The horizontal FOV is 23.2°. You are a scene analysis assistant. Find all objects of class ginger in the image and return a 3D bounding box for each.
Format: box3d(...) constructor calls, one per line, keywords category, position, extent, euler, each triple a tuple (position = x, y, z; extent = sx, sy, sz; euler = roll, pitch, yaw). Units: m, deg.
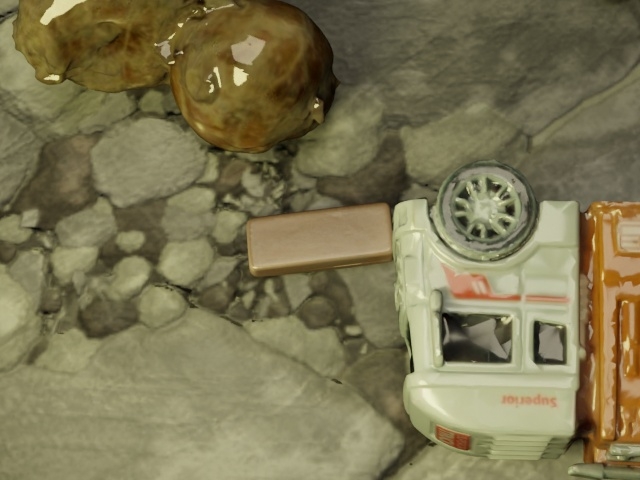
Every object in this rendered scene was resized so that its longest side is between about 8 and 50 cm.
box3d(category="ginger", position=(-0.118, -0.247, 1.272), extent=(0.256, 0.176, 0.375), euler=(2, 62, -12))

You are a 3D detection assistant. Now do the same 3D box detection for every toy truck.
box3d(category="toy truck", position=(0.240, 0.069, 1.071), extent=(0.387, 0.173, 0.207), euler=(2, 74, 5))

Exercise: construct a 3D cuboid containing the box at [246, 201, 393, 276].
box3d(category="box", position=(0.000, 0.000, 1.212), extent=(0.115, 0.025, 0.048), euler=(-8, 69, 4))
